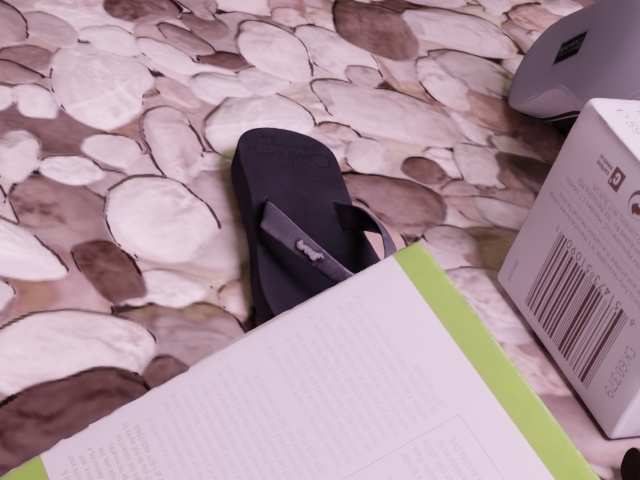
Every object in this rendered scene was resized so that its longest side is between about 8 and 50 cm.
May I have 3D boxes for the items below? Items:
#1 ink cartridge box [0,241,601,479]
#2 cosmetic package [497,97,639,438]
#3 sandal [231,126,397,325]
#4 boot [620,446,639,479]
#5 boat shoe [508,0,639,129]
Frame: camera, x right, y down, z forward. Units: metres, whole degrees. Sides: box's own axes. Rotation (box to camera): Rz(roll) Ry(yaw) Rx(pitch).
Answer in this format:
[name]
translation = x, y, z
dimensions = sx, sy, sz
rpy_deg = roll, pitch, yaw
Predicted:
[ink cartridge box]
translation = -0.014, 0.143, 0.581
dimensions = 0.255, 0.097, 0.189
rpy_deg = -28, 49, -6
[cosmetic package]
translation = 0.244, 0.016, 0.828
dimensions = 0.183, 0.151, 0.151
rpy_deg = -1, 41, -30
[sandal]
translation = -0.001, 0.000, 0.807
dimensions = 0.097, 0.054, 0.254
rpy_deg = 2, 38, -26
[boot]
translation = 0.234, 0.160, 0.729
dimensions = 0.114, 0.037, 0.106
rpy_deg = 14, 36, -19
[boat shoe]
translation = 0.234, -0.114, 0.967
dimensions = 0.105, 0.113, 0.306
rpy_deg = 27, -7, -10
